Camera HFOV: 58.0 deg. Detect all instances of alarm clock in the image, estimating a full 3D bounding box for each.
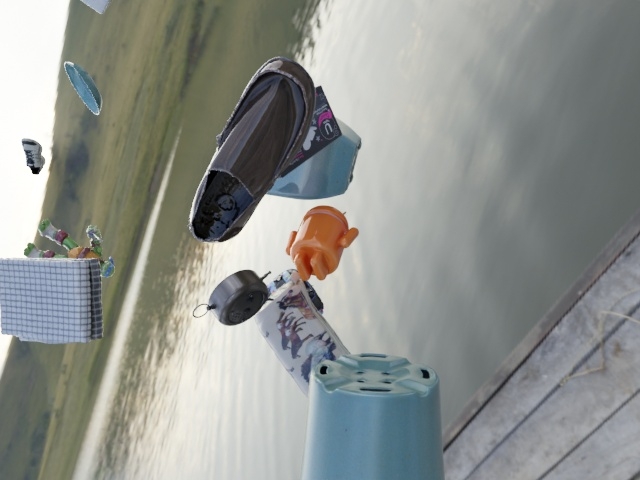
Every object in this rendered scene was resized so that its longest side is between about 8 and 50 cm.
[{"bbox_3d":[-0.190,0.133,1.247,0.064,0.192,0.129,48,134,31],"label":"alarm clock"}]

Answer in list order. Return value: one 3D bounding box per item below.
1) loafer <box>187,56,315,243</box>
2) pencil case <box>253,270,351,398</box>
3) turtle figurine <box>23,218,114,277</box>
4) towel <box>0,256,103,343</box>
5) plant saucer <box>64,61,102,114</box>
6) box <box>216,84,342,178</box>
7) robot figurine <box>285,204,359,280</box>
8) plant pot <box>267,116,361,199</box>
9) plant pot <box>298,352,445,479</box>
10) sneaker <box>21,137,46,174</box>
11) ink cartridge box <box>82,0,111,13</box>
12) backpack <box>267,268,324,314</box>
[{"bbox_3d":[-0.119,-0.133,0.991,0.366,0.133,0.130,-62,6,21],"label":"loafer"},{"bbox_3d":[-0.005,0.287,1.473,0.183,0.410,0.160,-36,-2,15],"label":"pencil case"},{"bbox_3d":[-0.794,0.034,1.820,0.275,0.266,0.198,-52,-17,-77],"label":"turtle figurine"},{"bbox_3d":[-0.745,0.161,1.605,0.121,0.283,0.235,-20,-70,-74],"label":"towel"},{"bbox_3d":[-0.492,-0.322,1.210,0.021,0.119,0.119,-38,5,-22],"label":"plant saucer"},{"bbox_3d":[-0.096,-0.253,1.405,0.163,0.142,0.247,-5,27,45],"label":"box"},{"bbox_3d":[0.002,0.000,1.435,0.158,0.128,0.220,-42,21,43],"label":"robot figurine"},{"bbox_3d":[-0.020,-0.250,1.672,0.248,0.252,0.247,-61,-15,-69],"label":"plant pot"},{"bbox_3d":[0.101,0.420,1.142,0.341,0.340,0.335,-160,69,-72],"label":"plant pot"},{"bbox_3d":[-0.523,-0.151,1.050,0.083,0.031,0.037,98,175,-59],"label":"sneaker"},{"bbox_3d":[-0.520,-0.578,1.287,0.052,0.122,0.089,-38,33,36],"label":"ink cartridge box"},{"bbox_3d":[-0.090,0.185,1.841,0.158,0.117,0.173,-39,47,1],"label":"backpack"}]
